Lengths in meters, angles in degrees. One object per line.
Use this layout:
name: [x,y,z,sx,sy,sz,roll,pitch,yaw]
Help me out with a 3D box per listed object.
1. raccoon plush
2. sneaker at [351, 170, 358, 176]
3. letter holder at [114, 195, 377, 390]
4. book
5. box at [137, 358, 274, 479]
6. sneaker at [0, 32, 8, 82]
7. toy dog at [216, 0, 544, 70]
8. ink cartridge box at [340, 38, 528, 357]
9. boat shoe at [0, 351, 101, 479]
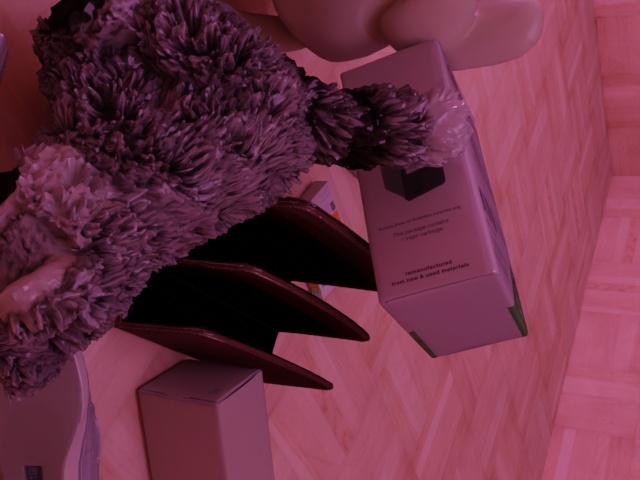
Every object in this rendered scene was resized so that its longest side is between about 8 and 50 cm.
raccoon plush: [-0.073,-0.033,0.636,0.216,0.447,0.299,93,-6,-57]
sneaker: [0.110,-0.172,1.298,0.282,0.102,0.160,48,48,-66]
letter holder: [-0.042,0.071,0.910,0.302,0.215,0.151,38,60,-57]
book: [0.000,0.000,1.171,0.096,0.035,0.144,-52,136,-41]
box: [-0.117,0.279,0.905,0.094,0.113,0.275,-29,119,-58]
sneaker: [-0.299,-0.138,0.568,0.215,0.083,0.084,26,85,-79]
toy dog: [0.036,-0.391,0.838,0.408,0.396,0.284,58,24,-61]
ink cartridge box: [0.128,-0.041,0.909,0.211,0.122,0.289,47,31,-57]
boat shoe: [-0.236,0.176,0.717,0.081,0.079,0.227,-74,169,-76]
